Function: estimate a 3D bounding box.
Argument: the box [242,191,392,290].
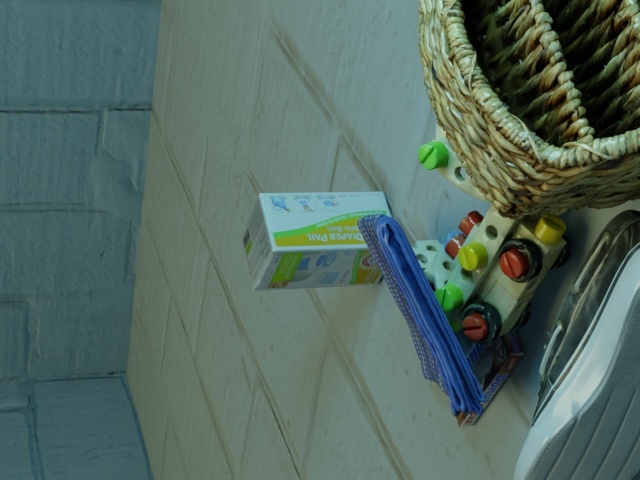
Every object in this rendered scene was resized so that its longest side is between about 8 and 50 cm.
[{"bbox_3d":[0.000,0.000,1.699,0.114,0.203,0.103,118,144,-51],"label":"box"}]

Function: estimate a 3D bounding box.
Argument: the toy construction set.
[{"bbox_3d":[0.175,-0.015,1.292,0.215,0.151,0.328,47,149,25],"label":"toy construction set"}]

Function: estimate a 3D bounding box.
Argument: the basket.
[{"bbox_3d":[0.221,-0.196,1.029,0.223,0.213,0.299,126,134,-63],"label":"basket"}]

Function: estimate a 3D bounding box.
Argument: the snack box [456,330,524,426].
[{"bbox_3d":[0.202,0.162,1.419,0.178,0.022,0.064,112,151,-49],"label":"snack box"}]

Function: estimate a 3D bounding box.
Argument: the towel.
[{"bbox_3d":[0.108,0.082,1.380,0.336,0.040,0.243,-169,54,-87],"label":"towel"}]

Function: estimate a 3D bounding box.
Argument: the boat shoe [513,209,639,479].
[{"bbox_3d":[0.275,0.126,1.115,0.119,0.121,0.335,-109,36,-57],"label":"boat shoe"}]
